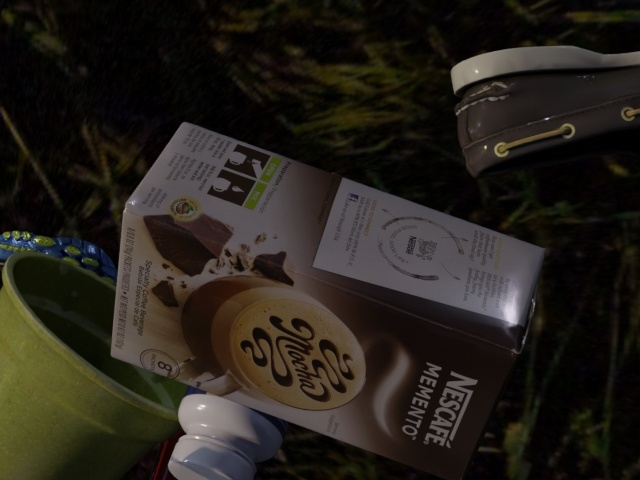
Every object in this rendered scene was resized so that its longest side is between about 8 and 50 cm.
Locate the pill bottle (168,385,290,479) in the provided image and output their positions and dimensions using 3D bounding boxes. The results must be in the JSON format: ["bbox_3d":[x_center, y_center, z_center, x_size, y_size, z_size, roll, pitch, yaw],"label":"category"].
[{"bbox_3d":[-0.081,0.163,1.279,0.112,0.112,0.186,28,59,-11],"label":"pill bottle"}]

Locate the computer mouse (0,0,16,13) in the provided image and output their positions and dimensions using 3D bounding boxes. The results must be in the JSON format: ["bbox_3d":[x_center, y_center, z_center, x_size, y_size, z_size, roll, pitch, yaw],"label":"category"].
[{"bbox_3d":[-0.427,-0.374,1.488,0.072,0.188,0.272,-3,59,-37],"label":"computer mouse"}]

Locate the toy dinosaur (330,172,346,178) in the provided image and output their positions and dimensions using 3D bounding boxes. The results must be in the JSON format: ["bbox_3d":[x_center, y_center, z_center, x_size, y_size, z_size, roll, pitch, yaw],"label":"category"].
[{"bbox_3d":[0.000,0.000,1.902,0.112,0.064,0.211,-9,131,-28],"label":"toy dinosaur"}]

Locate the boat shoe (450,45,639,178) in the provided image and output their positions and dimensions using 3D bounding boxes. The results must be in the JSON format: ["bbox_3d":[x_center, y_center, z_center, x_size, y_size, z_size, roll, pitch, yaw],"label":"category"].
[{"bbox_3d":[0.191,-0.075,0.731,0.228,0.081,0.068,-3,82,-5],"label":"boat shoe"}]

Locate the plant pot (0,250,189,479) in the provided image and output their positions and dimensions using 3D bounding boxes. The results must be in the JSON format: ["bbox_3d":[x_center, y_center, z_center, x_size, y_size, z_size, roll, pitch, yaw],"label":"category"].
[{"bbox_3d":[-0.301,0.194,1.383,0.276,0.276,0.254,37,99,-9],"label":"plant pot"}]

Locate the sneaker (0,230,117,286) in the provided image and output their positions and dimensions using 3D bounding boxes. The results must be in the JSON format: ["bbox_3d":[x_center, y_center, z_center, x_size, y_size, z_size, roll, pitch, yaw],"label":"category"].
[{"bbox_3d":[-0.390,0.037,1.846,0.188,0.078,0.067,12,50,-1],"label":"sneaker"}]

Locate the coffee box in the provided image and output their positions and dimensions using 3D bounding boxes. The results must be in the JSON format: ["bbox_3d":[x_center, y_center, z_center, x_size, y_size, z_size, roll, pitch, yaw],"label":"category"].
[{"bbox_3d":[0.002,0.049,0.960,0.297,0.168,0.119,19,44,6],"label":"coffee box"}]

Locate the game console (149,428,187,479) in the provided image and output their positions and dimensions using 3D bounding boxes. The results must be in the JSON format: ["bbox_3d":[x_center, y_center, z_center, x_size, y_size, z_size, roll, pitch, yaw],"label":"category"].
[{"bbox_3d":[-0.211,0.277,1.749,0.085,0.144,0.124,38,38,25],"label":"game console"}]
